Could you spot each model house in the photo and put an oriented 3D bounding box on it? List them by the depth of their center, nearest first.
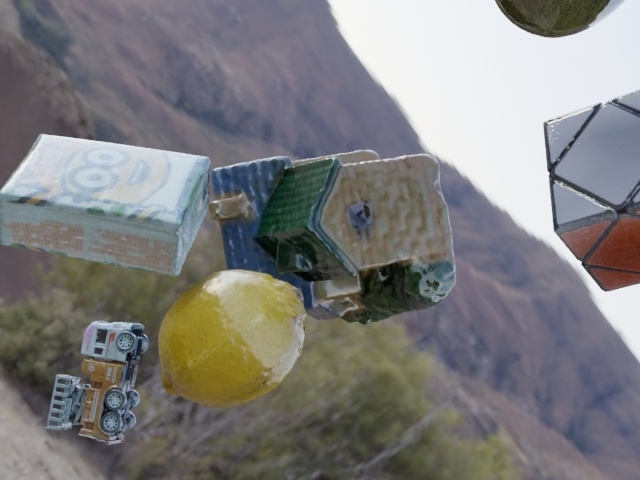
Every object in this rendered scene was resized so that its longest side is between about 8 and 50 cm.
[{"bbox_3d":[0.000,0.000,2.232,0.382,0.342,0.334,-14,-94,61],"label":"model house"}]

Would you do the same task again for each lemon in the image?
[{"bbox_3d":[-0.136,0.149,1.900,0.204,0.260,0.204,55,8,-12],"label":"lemon"}]

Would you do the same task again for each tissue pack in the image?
[{"bbox_3d":[-0.356,-0.067,2.072,0.228,0.311,0.128,-75,173,-58],"label":"tissue pack"}]

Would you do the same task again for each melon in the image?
[{"bbox_3d":[0.336,-0.421,1.689,0.237,0.237,0.302,55,-27,34],"label":"melon"}]

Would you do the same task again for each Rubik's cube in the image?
[{"bbox_3d":[0.460,-0.076,1.800,0.205,0.207,0.205,40,42,-44],"label":"Rubik's cube"}]

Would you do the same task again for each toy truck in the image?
[{"bbox_3d":[-0.324,0.201,1.817,0.115,0.178,0.080,10,-5,10],"label":"toy truck"}]
